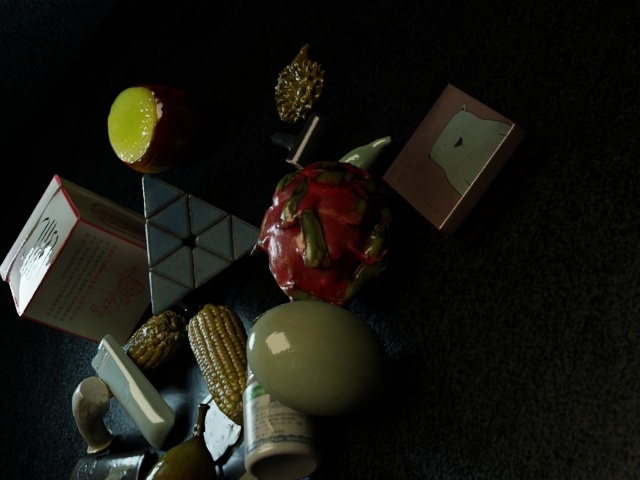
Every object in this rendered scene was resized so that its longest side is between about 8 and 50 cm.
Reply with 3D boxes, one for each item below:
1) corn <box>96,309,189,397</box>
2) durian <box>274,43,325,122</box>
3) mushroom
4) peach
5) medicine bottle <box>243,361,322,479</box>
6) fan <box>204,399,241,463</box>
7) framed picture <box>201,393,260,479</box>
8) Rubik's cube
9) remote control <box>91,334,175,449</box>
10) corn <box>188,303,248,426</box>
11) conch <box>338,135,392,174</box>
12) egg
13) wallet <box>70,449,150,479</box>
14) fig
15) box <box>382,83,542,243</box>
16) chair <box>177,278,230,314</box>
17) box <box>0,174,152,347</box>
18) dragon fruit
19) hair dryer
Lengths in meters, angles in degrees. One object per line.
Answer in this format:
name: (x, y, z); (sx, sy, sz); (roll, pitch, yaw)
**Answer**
corn: (-0.431, 0.280, 2.004); (0.318, 0.115, 0.115); (-43, 39, 30)
durian: (-0.056, -0.390, 1.979); (0.140, 0.078, 0.224); (-25, 51, 42)
mushroom: (-0.543, 0.427, 1.990); (0.081, 0.092, 0.223); (-92, 7, -54)
peach: (-0.449, -0.325, 2.308); (0.245, 0.248, 0.275); (-35, 11, -34)
medicine bottle: (-0.070, 0.298, 1.494); (0.139, 0.139, 0.236); (-37, 41, 33)
fan: (-0.240, 0.416, 1.715); (0.226, 0.008, 0.152); (-51, 37, 16)
framed picture: (-0.154, 0.369, 1.658); (0.209, 0.019, 0.281); (-50, 37, 19)
Rubik's cube: (-0.306, 0.007, 1.880); (0.229, 0.228, 0.233); (46, 117, 24)
remote control: (-0.438, 0.349, 1.915); (0.293, 0.051, 0.103); (44, 118, 29)
corn: (-0.187, 0.240, 1.671); (0.119, 0.119, 0.322); (-52, 41, 16)
conch: (0.080, -0.151, 1.672); (0.180, 0.088, 0.065); (-38, 85, 22)
egg: (-0.002, 0.197, 1.387); (0.186, 0.253, 0.186); (-158, 90, -89)
wallet: (-0.509, 0.584, 1.956); (0.321, 0.044, 0.170); (-20, 51, 45)
fig: (-0.261, 0.451, 1.610); (0.146, 0.170, 0.274); (7, 71, 17)
box: (0.237, -0.130, 1.421); (0.215, 0.086, 0.215); (-55, 35, 11)
chair: (-0.309, 0.111, 1.976); (0.212, 0.084, 0.101); (18, 79, 55)
box: (-0.614, 0.063, 2.202); (0.314, 0.312, 0.300); (-57, 35, 7)
dragon fruit: (0.012, 0.001, 1.512); (0.231, 0.237, 0.302); (139, 133, -62)
hair dryer: (-0.056, -0.238, 1.900); (0.128, 0.070, 0.255); (-62, 30, 1)
